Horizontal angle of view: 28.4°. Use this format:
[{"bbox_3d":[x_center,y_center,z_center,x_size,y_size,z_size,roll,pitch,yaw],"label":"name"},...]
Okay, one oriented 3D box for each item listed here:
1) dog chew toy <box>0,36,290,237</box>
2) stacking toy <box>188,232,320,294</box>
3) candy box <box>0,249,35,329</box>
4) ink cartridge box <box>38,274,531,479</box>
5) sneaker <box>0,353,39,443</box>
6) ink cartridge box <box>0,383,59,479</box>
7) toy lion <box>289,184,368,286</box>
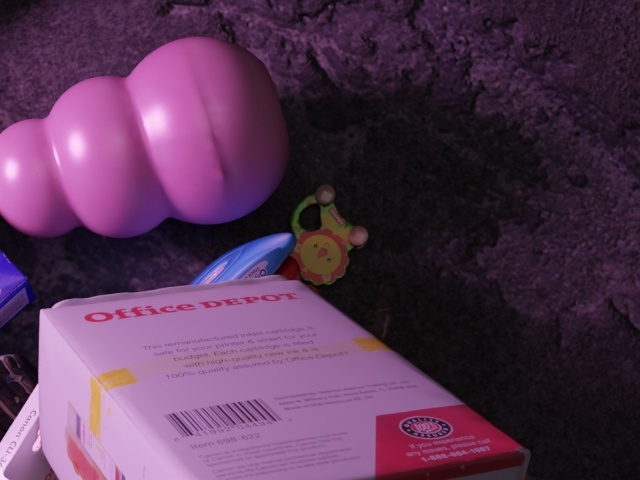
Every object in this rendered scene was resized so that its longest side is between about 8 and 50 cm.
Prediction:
[{"bbox_3d":[-0.205,-0.096,1.377,0.331,0.206,0.207,-17,78,-6],"label":"dog chew toy"},{"bbox_3d":[-0.019,0.148,1.379,0.175,0.165,0.302,-44,101,-16],"label":"stacking toy"},{"bbox_3d":[-0.506,0.026,1.318,0.268,0.122,0.317,-43,87,-17],"label":"candy box"},{"bbox_3d":[-0.054,0.179,1.082,0.279,0.384,0.160,-5,111,-28],"label":"ink cartridge box"},{"bbox_3d":[-0.410,0.229,1.272,0.330,0.147,0.130,-42,114,-38],"label":"sneaker"},{"bbox_3d":[-0.256,0.215,1.273,0.067,0.198,0.115,17,67,32],"label":"ink cartridge box"},{"bbox_3d":[0.000,0.000,1.471,0.096,0.034,0.100,-37,84,-10],"label":"toy lion"}]
